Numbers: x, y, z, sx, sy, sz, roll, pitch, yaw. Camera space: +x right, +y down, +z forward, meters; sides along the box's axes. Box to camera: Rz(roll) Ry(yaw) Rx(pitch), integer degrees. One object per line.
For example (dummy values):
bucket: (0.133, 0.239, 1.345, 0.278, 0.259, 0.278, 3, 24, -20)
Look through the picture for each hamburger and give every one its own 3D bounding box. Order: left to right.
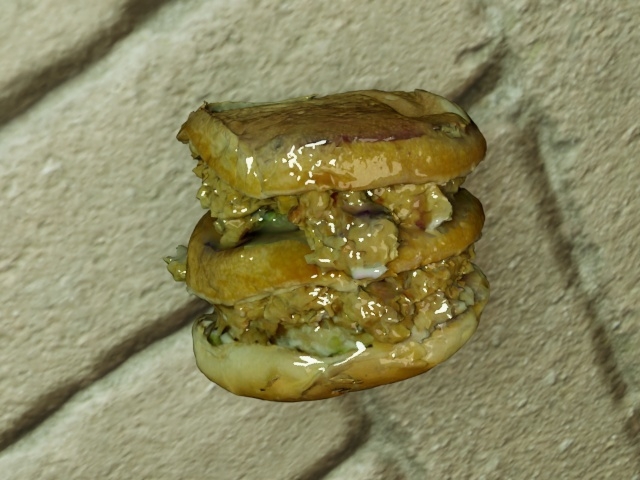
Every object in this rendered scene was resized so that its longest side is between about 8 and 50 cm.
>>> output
hamburger: (0.001, -0.010, 1.090, 0.245, 0.260, 0.211, -47, 133, -63)
